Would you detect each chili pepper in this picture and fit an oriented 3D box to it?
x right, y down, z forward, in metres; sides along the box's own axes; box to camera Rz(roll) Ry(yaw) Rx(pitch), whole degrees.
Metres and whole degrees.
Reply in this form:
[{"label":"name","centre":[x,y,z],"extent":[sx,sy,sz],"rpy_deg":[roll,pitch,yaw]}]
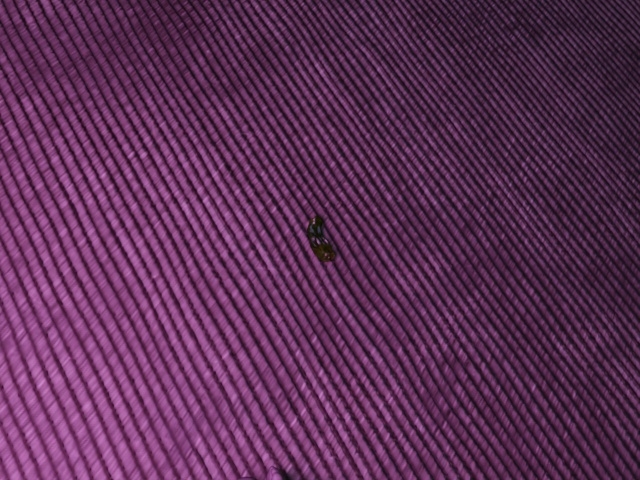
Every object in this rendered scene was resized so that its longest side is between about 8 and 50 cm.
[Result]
[{"label":"chili pepper","centre":[-0.001,0.000,1.149],"extent":[0.030,0.034,0.091],"rpy_deg":[7,55,-49]}]

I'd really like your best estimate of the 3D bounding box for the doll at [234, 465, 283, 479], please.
[{"label":"doll","centre":[-0.146,0.379,0.864],"extent":[0.293,0.138,0.119],"rpy_deg":[-4,104,-13]}]
